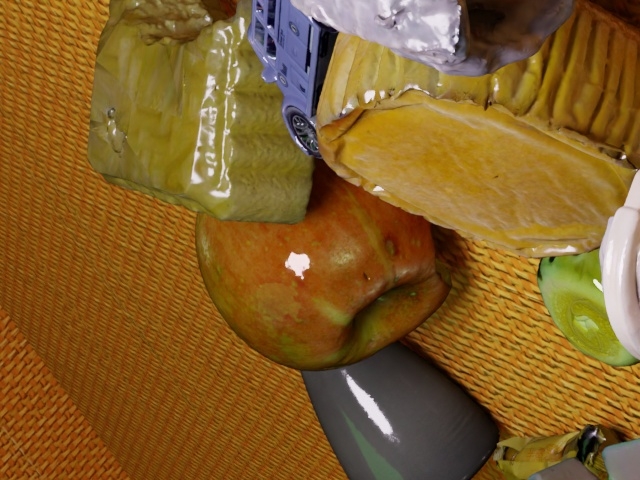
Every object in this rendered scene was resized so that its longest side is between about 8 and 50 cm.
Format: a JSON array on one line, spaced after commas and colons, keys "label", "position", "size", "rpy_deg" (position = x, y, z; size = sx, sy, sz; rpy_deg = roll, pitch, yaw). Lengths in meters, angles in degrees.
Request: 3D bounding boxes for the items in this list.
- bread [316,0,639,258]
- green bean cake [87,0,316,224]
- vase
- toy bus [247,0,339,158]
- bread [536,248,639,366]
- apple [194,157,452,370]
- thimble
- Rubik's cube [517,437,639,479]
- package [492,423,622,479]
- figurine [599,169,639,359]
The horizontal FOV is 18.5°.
[{"label": "bread", "position": [0.127, -0.099, 1.461], "size": [0.253, 0.142, 0.227], "rpy_deg": [27, 157, -21]}, {"label": "green bean cake", "position": [-0.108, -0.141, 1.814], "size": [0.124, 0.233, 0.236], "rpy_deg": [2, -171, -38]}, {"label": "vase", "position": [0.039, 0.154, 2.214], "size": [0.321, 0.173, 0.173], "rpy_deg": [50, 160, -5]}, {"label": "toy bus", "position": [0.013, -0.195, 1.617], "size": [0.133, 0.125, 0.292], "rpy_deg": [48, 160, 19]}, {"label": "bread", "position": [0.252, 0.051, 1.725], "size": [0.130, 0.071, 0.139], "rpy_deg": [23, 150, 38]}, {"label": "apple", "position": [0.000, 0.000, 1.949], "size": [0.226, 0.246, 0.246], "rpy_deg": [52, 165, 26]}, {"label": "thimble", "position": [0.084, -0.229, 1.258], "size": [0.172, 0.236, 0.205], "rpy_deg": [31, -176, 39]}, {"label": "Rubik's cube", "position": [0.322, 0.350, 1.786], "size": [0.368, 0.358, 0.387], "rpy_deg": [44, 121, 23]}, {"label": "package", "position": [0.278, 0.261, 2.064], "size": [0.168, 0.090, 0.226], "rpy_deg": [50, 154, -10]}, {"label": "figurine", "position": [0.265, -0.010, 1.356], "size": [0.141, 0.237, 0.162], "rpy_deg": [7, 142, 47]}]
